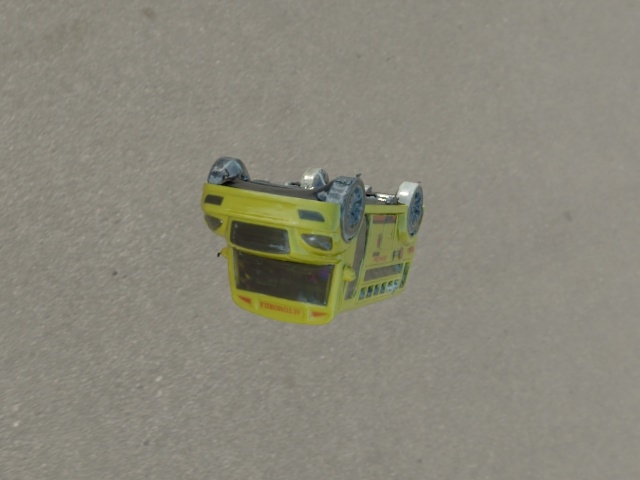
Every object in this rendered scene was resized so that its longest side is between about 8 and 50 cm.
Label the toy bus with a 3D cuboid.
[{"bbox_3d":[0.000,0.000,0.955,0.330,0.144,0.152,-5,104,-69],"label":"toy bus"}]
